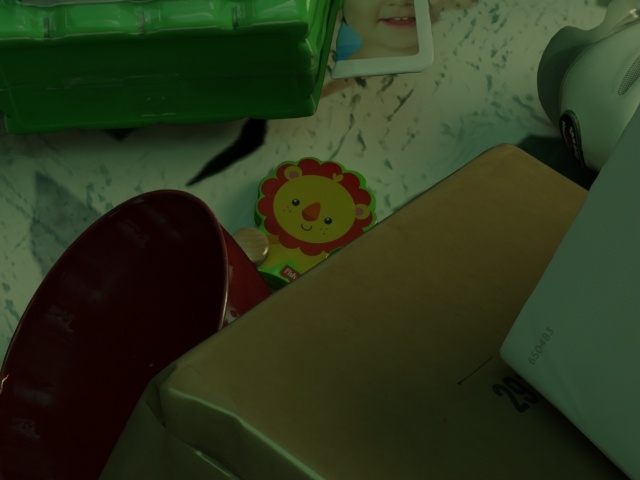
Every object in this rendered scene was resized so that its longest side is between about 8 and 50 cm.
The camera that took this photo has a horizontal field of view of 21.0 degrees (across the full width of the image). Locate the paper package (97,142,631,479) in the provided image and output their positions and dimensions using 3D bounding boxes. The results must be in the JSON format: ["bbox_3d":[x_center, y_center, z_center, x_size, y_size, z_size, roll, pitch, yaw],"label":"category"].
[{"bbox_3d":[0.104,0.137,0.768,0.309,0.168,0.325,34,32,15],"label":"paper package"}]

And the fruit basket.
[{"bbox_3d":[-0.106,-0.244,1.027,0.327,0.165,0.353,-3,70,1],"label":"fruit basket"}]

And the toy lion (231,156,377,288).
[{"bbox_3d":[0.000,0.000,0.995,0.100,0.034,0.096,36,64,17],"label":"toy lion"}]

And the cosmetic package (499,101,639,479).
[{"bbox_3d":[0.287,0.021,0.753,0.217,0.156,0.385,43,37,24],"label":"cosmetic package"}]

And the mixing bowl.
[{"bbox_3d":[-0.079,0.075,0.905,0.181,0.098,0.181,-28,46,33],"label":"mixing bowl"}]

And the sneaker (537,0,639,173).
[{"bbox_3d":[0.295,-0.100,0.945,0.331,0.122,0.146,-23,30,5],"label":"sneaker"}]
